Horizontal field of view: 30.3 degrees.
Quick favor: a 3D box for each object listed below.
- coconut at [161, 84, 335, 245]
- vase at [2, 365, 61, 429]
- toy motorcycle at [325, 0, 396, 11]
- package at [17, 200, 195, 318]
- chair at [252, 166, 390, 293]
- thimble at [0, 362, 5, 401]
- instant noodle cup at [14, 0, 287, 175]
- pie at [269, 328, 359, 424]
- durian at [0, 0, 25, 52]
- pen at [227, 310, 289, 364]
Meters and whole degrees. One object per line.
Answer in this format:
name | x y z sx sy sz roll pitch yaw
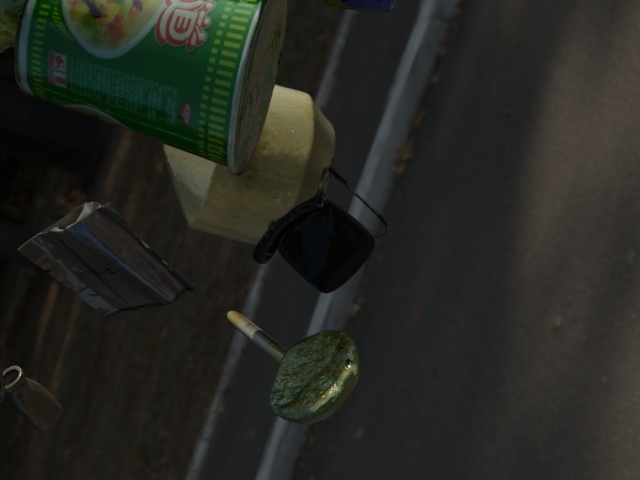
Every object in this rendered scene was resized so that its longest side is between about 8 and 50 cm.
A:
coconut | -0.137 -0.139 2.114 0.323 0.323 0.323 -161 90 -76
vase | -0.430 0.231 1.742 0.053 0.101 0.053 -19 41 17
toy motorcycle | -0.063 -0.324 1.270 0.113 0.315 0.169 -41 -36 -63
package | -0.332 0.034 1.867 0.251 0.204 0.062 -18 35 43
chair | 0.000 0.000 1.753 0.140 0.145 0.221 -45 3 14
thimble | -0.466 0.172 1.506 0.135 0.118 0.090 126 131 -65
instant noodle cup | -0.168 -0.192 1.185 0.207 0.232 0.207 15 -90 -85
pie | -0.008 0.234 2.037 0.187 0.041 0.187 -26 39 24
durian | -0.469 -0.325 1.358 0.163 0.394 0.198 16 84 44
pen | -0.111 0.185 2.247 0.233 0.040 0.032 34 116 51
